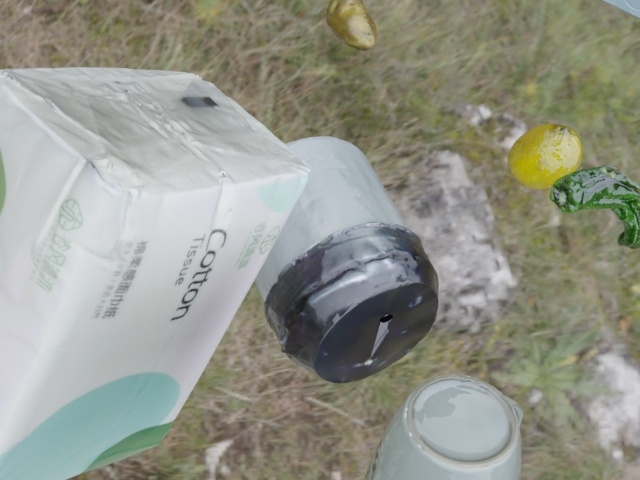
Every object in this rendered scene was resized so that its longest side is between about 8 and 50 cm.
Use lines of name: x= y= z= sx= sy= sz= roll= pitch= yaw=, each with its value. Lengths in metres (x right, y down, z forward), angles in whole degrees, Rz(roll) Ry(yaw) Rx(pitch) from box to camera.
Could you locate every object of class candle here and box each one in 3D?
candle: x=0.000 y=0.000 z=1.569 sx=0.221 sy=0.221 sz=0.342 roll=-7 pitch=49 yaw=-29

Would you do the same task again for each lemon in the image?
lemon: x=0.286 y=-0.106 z=1.561 sx=0.082 sy=0.111 sz=0.082 roll=19 pitch=57 yaw=-33

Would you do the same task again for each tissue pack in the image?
tissue pack: x=-0.207 y=0.040 z=1.065 sx=0.194 sy=0.356 sz=0.266 roll=42 pitch=27 yaw=23

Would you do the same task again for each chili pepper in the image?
chili pepper: x=0.329 y=-0.041 z=1.370 sx=0.182 sy=0.050 sz=0.073 roll=26 pitch=104 yaw=-41

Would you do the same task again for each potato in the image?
potato: x=0.031 y=-0.234 z=1.307 sx=0.045 sy=0.046 sz=0.092 roll=40 pitch=21 yaw=-46

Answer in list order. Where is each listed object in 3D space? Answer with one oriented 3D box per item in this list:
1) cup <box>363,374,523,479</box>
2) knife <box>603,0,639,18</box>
cup: x=0.170 y=0.259 z=1.453 sx=0.186 sy=0.234 sz=0.258 roll=32 pitch=49 yaw=22
knife: x=0.276 y=-0.329 z=1.412 sx=0.331 sy=0.080 sz=0.044 roll=14 pitch=52 yaw=-22
